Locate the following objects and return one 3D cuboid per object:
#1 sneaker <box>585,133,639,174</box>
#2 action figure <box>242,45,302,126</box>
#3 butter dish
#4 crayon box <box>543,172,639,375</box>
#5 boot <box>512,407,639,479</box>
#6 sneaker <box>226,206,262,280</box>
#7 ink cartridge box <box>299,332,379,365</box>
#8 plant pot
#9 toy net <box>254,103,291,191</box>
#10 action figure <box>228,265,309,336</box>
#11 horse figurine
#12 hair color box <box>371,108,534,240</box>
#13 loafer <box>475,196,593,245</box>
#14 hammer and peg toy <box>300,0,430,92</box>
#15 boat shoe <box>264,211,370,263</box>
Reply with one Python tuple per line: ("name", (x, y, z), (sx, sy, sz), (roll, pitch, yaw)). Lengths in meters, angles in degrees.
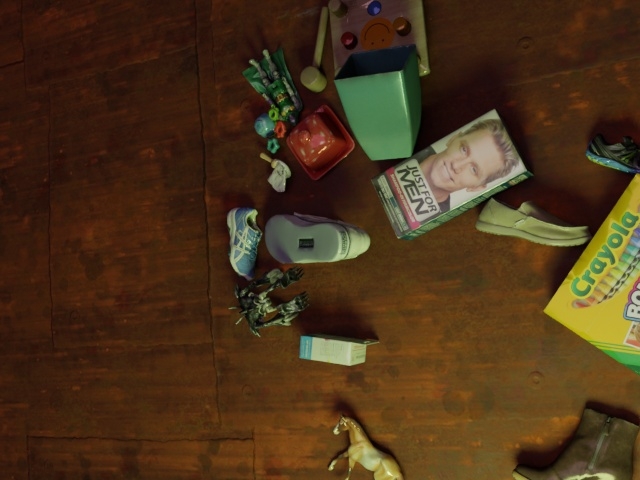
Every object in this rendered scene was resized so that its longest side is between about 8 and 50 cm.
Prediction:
("sneaker", (0.687, -0.189, 1.609), (0.188, 0.067, 0.078), (24, 104, 28))
("action figure", (-0.117, -0.416, 2.020), (0.137, 0.063, 0.232), (-33, 77, 17))
("butter dish", (-0.020, -0.268, 1.929), (0.160, 0.118, 0.160), (-39, 71, 18))
("crayon box", (0.718, 0.092, 1.554), (0.313, 0.106, 0.363), (35, 102, 23))
("boot", (0.572, 0.478, 1.631), (0.248, 0.090, 0.207), (10, 79, 27))
("sneaker", (-0.207, 0.006, 2.023), (0.081, 0.080, 0.211), (-13, 83, 28))
("ink cartridge box", (0.050, 0.281, 1.867), (0.181, 0.104, 0.062), (4, 89, 26))
("plant pot", (0.157, -0.321, 1.750), (0.165, 0.166, 0.234), (-3, 123, 22))
("toy net", (-0.116, -0.250, 2.005), (0.122, 0.045, 0.232), (-21, 84, 41))
("action figure", (-0.130, 0.162, 1.950), (0.275, 0.140, 0.164), (-24, 84, 50))
("horse figurine", (0.124, 0.577, 1.837), (0.263, 0.066, 0.175), (34, 108, 26))
("hair color box", (0.316, -0.154, 1.766), (0.347, 0.105, 0.174), (-29, 75, 21))
("loafer", (0.491, -0.044, 1.676), (0.268, 0.102, 0.092), (11, 97, 27))
("hammer and peg toy", (0.098, -0.522, 1.881), (0.361, 0.127, 0.266), (-7, 84, 25))
("boat shoe", (0.001, -0.009, 1.899), (0.367, 0.156, 0.136), (0, 92, 55))
